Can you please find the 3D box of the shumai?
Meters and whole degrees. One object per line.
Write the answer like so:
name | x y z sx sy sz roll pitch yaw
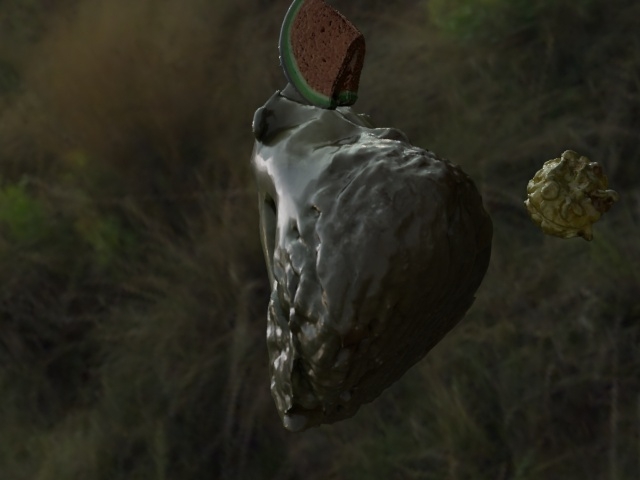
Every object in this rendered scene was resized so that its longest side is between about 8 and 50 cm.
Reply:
shumai | -0.003 -0.002 1.394 0.217 0.346 0.283 -28 68 -36

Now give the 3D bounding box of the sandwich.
sandwich | 0.002 -0.148 1.136 0.069 0.026 0.101 -45 63 16

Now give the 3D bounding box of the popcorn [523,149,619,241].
popcorn | 0.222 -0.036 1.282 0.082 0.083 0.057 -17 -21 -30
